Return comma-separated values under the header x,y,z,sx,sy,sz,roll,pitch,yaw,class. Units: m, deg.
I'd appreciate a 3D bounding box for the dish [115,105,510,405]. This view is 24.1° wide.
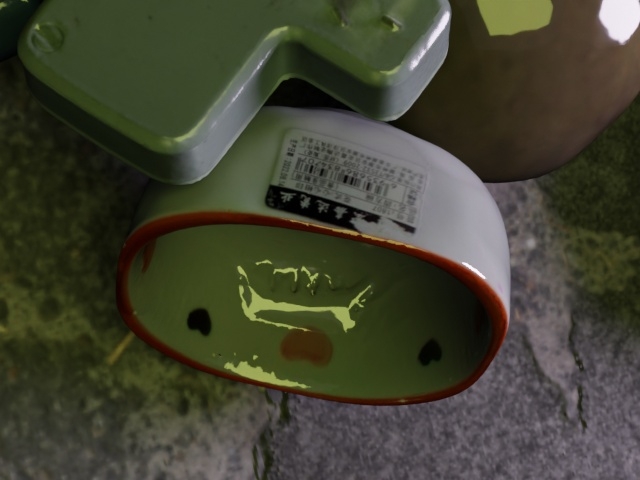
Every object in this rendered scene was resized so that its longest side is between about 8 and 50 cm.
x,y,z,sx,sy,sz,roll,pitch,yaw,class
0.000,0.000,0.932,0.256,0.256,0.117,20,59,-17,dish

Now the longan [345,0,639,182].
x,y,z,sx,sy,sz,roll,pitch,yaw,class
0.104,-0.158,0.978,0.246,0.215,0.246,5,82,-41,longan

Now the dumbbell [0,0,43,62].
x,y,z,sx,sy,sz,roll,pitch,yaw,class
-0.249,-0.113,0.894,0.316,0.156,0.144,-25,125,-18,dumbbell

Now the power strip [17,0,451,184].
x,y,z,sx,sy,sz,roll,pitch,yaw,class
-0.021,-0.143,0.836,0.193,0.059,0.265,32,72,12,power strip
